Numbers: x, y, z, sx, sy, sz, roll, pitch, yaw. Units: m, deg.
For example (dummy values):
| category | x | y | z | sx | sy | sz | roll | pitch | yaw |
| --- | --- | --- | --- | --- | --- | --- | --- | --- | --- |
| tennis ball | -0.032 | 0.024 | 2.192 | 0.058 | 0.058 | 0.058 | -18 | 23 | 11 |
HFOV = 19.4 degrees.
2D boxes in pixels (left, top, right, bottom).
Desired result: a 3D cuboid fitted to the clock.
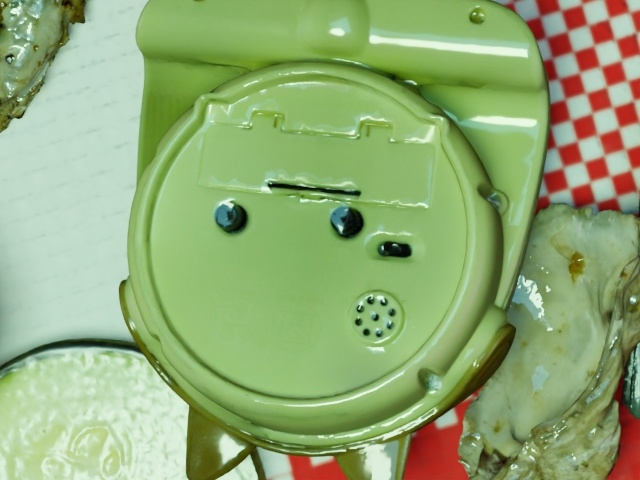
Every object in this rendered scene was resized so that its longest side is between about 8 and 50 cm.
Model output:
| category | x | y | z | sx | sy | sz | roll | pitch | yaw |
| --- | --- | --- | --- | --- | --- | --- | --- | --- | --- |
| clock | 0.000 | 0.000 | 1.268 | 0.286 | 0.117 | 0.348 | 6 | 81 | 11 |

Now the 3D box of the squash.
| category | x | y | z | sx | sy | sz | roll | pitch | yaw |
| --- | --- | --- | --- | --- | --- | --- | --- | --- | --- |
| squash | -0.163 | 0.194 | 1.342 | 0.252 | 0.049 | 0.252 | 0 | 88 | 4 |

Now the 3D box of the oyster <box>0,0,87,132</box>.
| category | x | y | z | sx | sy | sz | roll | pitch | yaw |
| --- | --- | --- | --- | --- | --- | --- | --- | --- | --- |
| oyster | -0.219 | -0.146 | 1.353 | 0.086 | 0.029 | 0.132 | 42 | 94 | 8 |

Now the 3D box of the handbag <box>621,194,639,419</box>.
| category | x | y | z | sx | sy | sz | roll | pitch | yaw |
| --- | --- | --- | --- | --- | --- | --- | --- | --- | --- |
| handbag | 0.341 | 0.015 | 1.308 | 0.248 | 0.079 | 0.260 | 4 | 90 | 2 |

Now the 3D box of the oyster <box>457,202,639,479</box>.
| category | x | y | z | sx | sy | sz | roll | pitch | yaw |
| --- | --- | --- | --- | --- | --- | --- | --- | --- | --- |
| oyster | 0.166 | 0.091 | 1.302 | 0.107 | 0.161 | 0.232 | 18 | 88 | -28 |
